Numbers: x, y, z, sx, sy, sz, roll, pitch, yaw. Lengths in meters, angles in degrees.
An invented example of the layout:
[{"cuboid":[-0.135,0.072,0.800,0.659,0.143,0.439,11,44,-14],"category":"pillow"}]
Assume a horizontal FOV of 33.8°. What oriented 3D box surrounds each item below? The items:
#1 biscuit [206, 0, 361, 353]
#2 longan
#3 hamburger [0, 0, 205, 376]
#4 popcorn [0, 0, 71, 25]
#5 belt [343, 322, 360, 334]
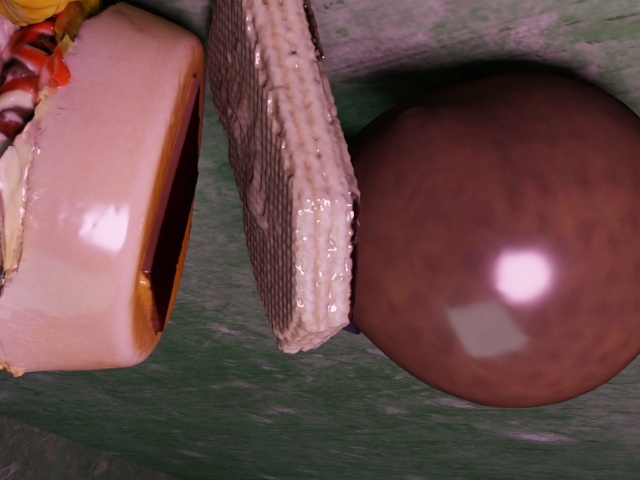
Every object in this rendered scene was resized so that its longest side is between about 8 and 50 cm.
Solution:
[{"cuboid":[-0.029,-0.056,0.712,0.052,0.252,0.150,-10,167,-18],"category":"biscuit"},{"cuboid":[0.130,-0.005,0.759,0.258,0.258,0.258,11,158,4],"category":"longan"},{"cuboid":[-0.185,-0.045,0.777,0.170,0.302,0.302,10,158,0],"category":"hamburger"},{"cuboid":[-0.180,-0.202,0.574,0.180,0.170,0.180,50,159,27],"category":"popcorn"},{"cuboid":[0.000,0.000,0.989,0.126,0.139,0.230,15,160,9],"category":"belt"}]
